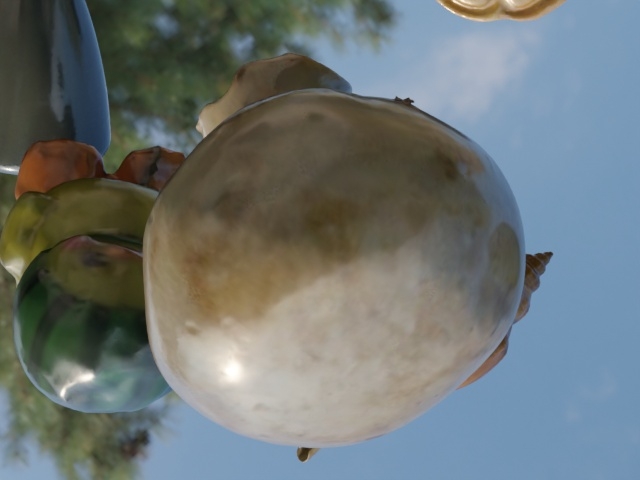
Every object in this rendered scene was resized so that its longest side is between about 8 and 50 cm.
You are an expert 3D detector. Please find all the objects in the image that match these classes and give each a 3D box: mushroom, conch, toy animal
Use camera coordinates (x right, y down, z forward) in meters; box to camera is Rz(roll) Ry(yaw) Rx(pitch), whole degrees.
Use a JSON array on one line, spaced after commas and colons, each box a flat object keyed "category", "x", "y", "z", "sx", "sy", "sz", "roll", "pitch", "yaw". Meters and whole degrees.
[{"category": "mushroom", "x": 0.000, "y": 0.000, "z": 1.216, "sx": 0.297, "sy": 0.297, "sz": 0.290, "roll": -28, "pitch": -139, "yaw": 10}, {"category": "conch", "x": 0.113, "y": 0.115, "z": 1.558, "sx": 0.330, "sy": 0.093, "sz": 0.109, "roll": -44, "pitch": -156, "yaw": -17}, {"category": "toy animal", "x": -0.214, "y": 0.046, "z": 1.603, "sx": 0.216, "sy": 0.191, "sz": 0.338, "roll": 7, "pitch": -149, "yaw": -16}]

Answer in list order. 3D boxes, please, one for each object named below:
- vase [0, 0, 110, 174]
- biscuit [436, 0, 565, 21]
[{"category": "vase", "x": -0.316, "y": -0.246, "z": 1.762, "sx": 0.173, "sy": 0.321, "sz": 0.173, "roll": 3, "pitch": -154, "yaw": -2}, {"category": "biscuit", "x": 0.222, "y": -0.410, "z": 1.836, "sx": 0.351, "sy": 0.312, "sz": 0.057, "roll": -23, "pitch": -168, "yaw": 10}]
